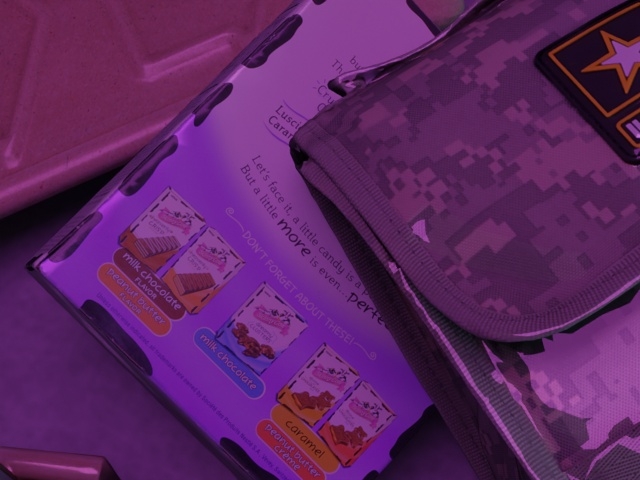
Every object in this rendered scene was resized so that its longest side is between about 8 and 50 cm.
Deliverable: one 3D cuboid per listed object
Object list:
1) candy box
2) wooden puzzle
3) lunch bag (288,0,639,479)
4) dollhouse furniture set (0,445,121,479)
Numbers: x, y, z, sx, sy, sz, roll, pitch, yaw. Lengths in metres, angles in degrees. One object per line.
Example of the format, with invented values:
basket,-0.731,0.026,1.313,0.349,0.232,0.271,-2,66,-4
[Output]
candy box,0.000,0.000,0.659,0.165,0.070,0.196,46,77,-10
wooden puzzle,-0.143,-0.166,0.786,0.348,0.080,0.322,-22,67,-8
lunch bag,0.152,0.012,0.581,0.235,0.169,0.287,-32,89,-7
dollhouse furniture set,-0.008,0.215,0.537,0.303,0.198,0.286,3,68,8
